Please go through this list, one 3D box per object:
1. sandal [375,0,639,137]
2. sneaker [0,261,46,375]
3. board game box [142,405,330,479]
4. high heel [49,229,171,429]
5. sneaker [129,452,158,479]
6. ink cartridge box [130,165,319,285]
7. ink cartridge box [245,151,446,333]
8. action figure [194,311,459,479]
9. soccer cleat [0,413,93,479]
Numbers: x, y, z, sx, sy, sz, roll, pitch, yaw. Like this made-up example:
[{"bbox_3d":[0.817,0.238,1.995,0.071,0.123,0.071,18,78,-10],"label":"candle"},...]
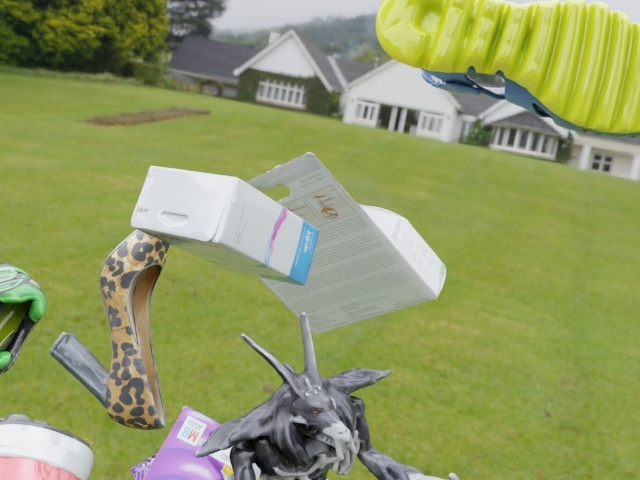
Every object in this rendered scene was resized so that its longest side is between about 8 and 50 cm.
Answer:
[{"bbox_3d":[0.220,-0.195,0.810,0.317,0.126,0.138,24,1,12],"label":"sandal"},{"bbox_3d":[-0.527,0.177,1.051,0.146,0.343,0.134,11,-29,47],"label":"sneaker"},{"bbox_3d":[-0.119,0.300,0.589,0.144,0.275,0.142,27,-35,0],"label":"board game box"},{"bbox_3d":[-0.211,0.103,0.965,0.186,0.261,0.093,36,4,17],"label":"high heel"},{"bbox_3d":[-0.254,0.352,1.157,0.071,0.170,0.068,29,-13,19],"label":"sneaker"},{"bbox_3d":[-0.071,-0.010,0.580,0.088,0.052,0.122,10,-11,32],"label":"ink cartridge box"},{"bbox_3d":[0.000,0.000,0.813,0.181,0.056,0.224,-21,-58,37],"label":"ink cartridge box"},{"bbox_3d":[0.017,0.194,0.523,0.164,0.275,0.141,-20,17,-33],"label":"action figure"},{"bbox_3d":[-0.291,0.236,0.579,0.318,0.116,0.108,-31,-51,34],"label":"soccer cleat"}]
